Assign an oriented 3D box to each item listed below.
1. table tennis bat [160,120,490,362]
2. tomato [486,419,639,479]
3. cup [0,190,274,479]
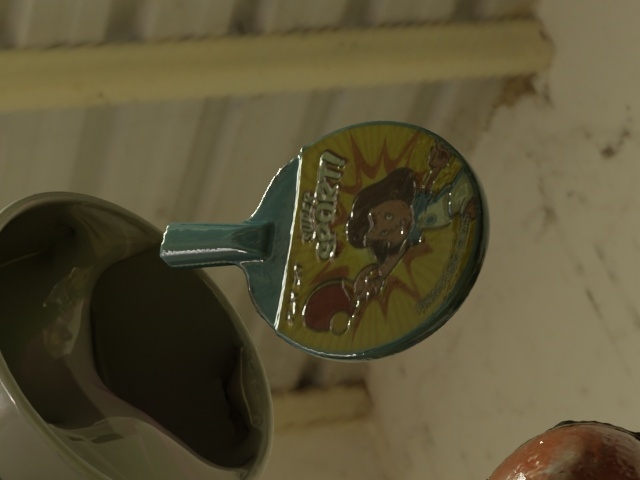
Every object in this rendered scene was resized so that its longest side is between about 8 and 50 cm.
[{"bbox_3d":[0.000,0.000,0.705,0.155,0.100,0.019,0,-16,35],"label":"table tennis bat"},{"bbox_3d":[0.179,0.219,1.022,0.155,0.214,0.181,-26,-42,-77],"label":"tomato"},{"bbox_3d":[-0.212,0.143,1.052,0.212,0.212,0.317,20,-48,-42],"label":"cup"}]
